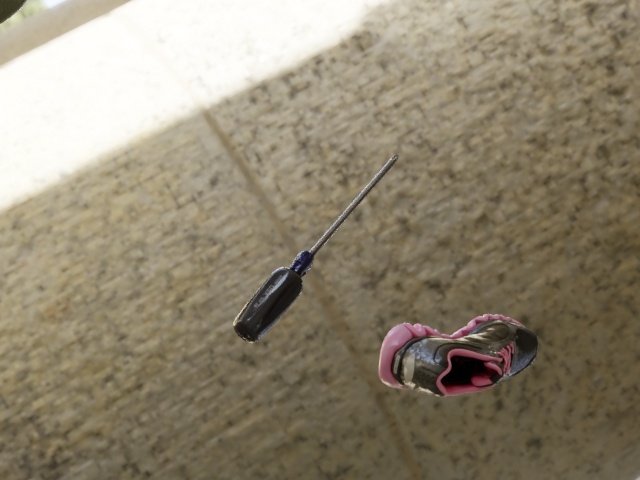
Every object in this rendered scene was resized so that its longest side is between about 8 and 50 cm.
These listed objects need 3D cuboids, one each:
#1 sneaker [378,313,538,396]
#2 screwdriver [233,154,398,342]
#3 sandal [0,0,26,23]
[{"bbox_3d":[0.092,0.072,0.625,0.057,0.119,0.047,15,-75,50],"label":"sneaker"},{"bbox_3d":[0.000,0.000,0.675,0.025,0.170,0.024,-6,-53,48],"label":"screwdriver"},{"bbox_3d":[-0.336,-0.214,0.875,0.086,0.120,0.303,23,17,19],"label":"sandal"}]
